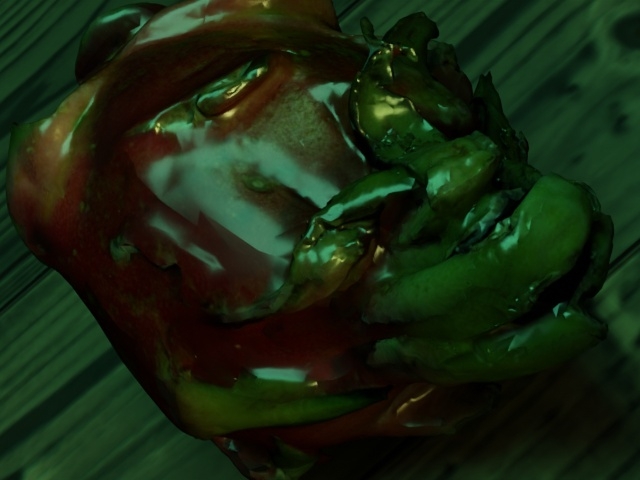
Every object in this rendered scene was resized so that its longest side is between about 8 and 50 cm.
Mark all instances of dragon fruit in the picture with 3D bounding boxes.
[{"bbox_3d":[0.003,-0.022,0.758,0.269,0.198,0.200,-25,62,47],"label":"dragon fruit"}]
